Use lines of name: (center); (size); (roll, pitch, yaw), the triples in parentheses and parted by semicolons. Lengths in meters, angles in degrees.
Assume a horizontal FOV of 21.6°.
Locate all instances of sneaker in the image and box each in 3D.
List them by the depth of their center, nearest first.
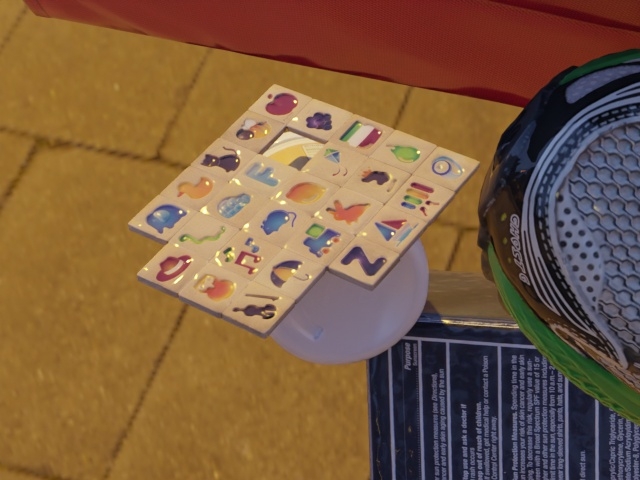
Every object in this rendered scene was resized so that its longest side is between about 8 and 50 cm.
sneaker: (0.210, 0.040, 0.514); (0.343, 0.146, 0.134); (25, 94, -5)

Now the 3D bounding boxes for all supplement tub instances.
supplement tub: (0.000, 0.000, 1.409); (0.144, 0.144, 0.200); (-15, 27, -6)

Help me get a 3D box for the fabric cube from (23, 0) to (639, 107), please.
fabric cube: (0.025, -0.209, 0.605); (0.258, 0.259, 0.254); (13, 80, 5)

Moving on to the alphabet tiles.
alphabet tiles: (-0.022, -0.023, 1.284); (0.198, 0.009, 0.237); (23, 51, 26)

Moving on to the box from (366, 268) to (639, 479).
box: (0.207, 0.189, 1.481); (0.294, 0.296, 0.183); (3, 14, 21)
